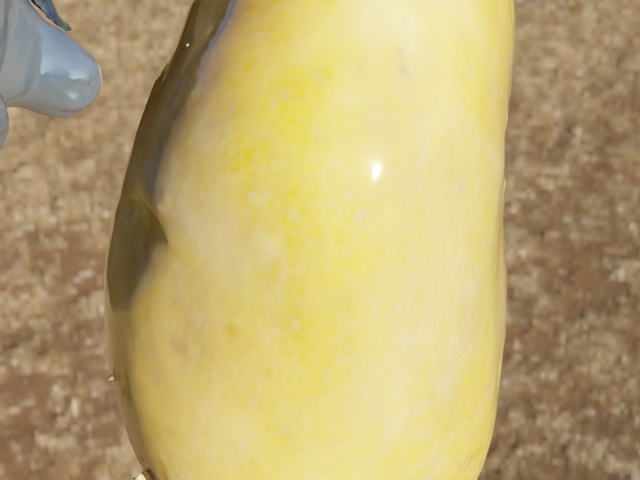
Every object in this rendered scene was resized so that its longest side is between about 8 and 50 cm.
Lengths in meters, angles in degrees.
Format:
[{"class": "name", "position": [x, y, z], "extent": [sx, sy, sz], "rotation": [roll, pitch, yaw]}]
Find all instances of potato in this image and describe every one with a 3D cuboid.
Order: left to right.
[{"class": "potato", "position": [0.000, 0.000, 0.549], "extent": [0.146, 0.234, 0.150], "rotation": [-7, 21, -19]}]

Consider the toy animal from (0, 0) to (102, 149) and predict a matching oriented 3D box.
[{"class": "toy animal", "position": [-0.234, -0.089, 0.751], "extent": [0.174, 0.249, 0.289], "rotation": [-16, 7, 19]}]
